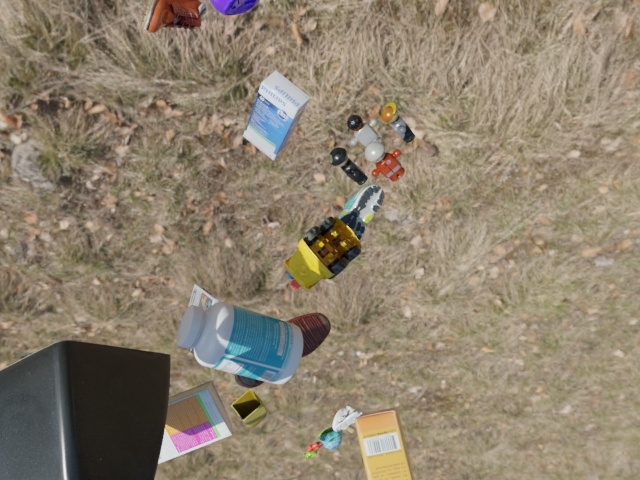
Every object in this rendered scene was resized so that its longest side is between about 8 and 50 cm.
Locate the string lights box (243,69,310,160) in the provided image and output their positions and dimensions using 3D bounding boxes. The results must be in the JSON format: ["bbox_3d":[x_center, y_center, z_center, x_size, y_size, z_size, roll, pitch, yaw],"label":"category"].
[{"bbox_3d":[-0.142,-0.378,1.492,0.133,0.077,0.259,39,147,-1],"label":"string lights box"}]

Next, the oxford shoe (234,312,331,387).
[{"bbox_3d":[-0.124,0.336,1.513,0.348,0.123,0.130,-26,172,-27],"label":"oxford shoe"}]

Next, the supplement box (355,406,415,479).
[{"bbox_3d":[0.123,0.411,0.816,0.080,0.233,0.078,-13,163,8],"label":"supplement box"}]

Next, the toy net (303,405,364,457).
[{"bbox_3d":[0.030,0.462,1.186,0.122,0.045,0.232,-5,138,-27],"label":"toy net"}]

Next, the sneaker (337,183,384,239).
[{"bbox_3d":[0.107,-0.075,1.607,0.107,0.275,0.110,40,-177,-21],"label":"sneaker"}]

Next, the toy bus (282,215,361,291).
[{"bbox_3d":[-0.008,0.056,1.445,0.211,0.149,0.220,-45,175,37],"label":"toy bus"}]

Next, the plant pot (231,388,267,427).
[{"bbox_3d":[-0.214,0.536,1.514,0.081,0.081,0.083,30,150,47],"label":"plant pot"}]

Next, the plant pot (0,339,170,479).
[{"bbox_3d":[-0.312,0.248,0.617,0.187,0.167,0.188,-26,154,16],"label":"plant pot"}]

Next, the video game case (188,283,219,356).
[{"bbox_3d":[-0.395,0.260,1.566,0.023,0.201,0.183,15,-178,-35],"label":"video game case"}]

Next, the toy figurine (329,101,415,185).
[{"bbox_3d":[0.150,-0.280,1.406,0.213,0.209,0.148,2,155,47],"label":"toy figurine"}]

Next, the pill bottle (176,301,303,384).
[{"bbox_3d":[-0.182,0.227,1.093,0.264,0.146,0.146,23,148,-25],"label":"pill bottle"}]

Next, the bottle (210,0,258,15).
[{"bbox_3d":[-0.220,-0.557,0.886,0.092,0.283,0.118,-31,-173,42],"label":"bottle"}]

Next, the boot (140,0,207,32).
[{"bbox_3d":[-0.248,-0.389,0.825,0.085,0.158,0.059,31,134,-17],"label":"boot"}]

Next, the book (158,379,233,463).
[{"bbox_3d":[-0.232,0.309,0.812,0.144,0.096,0.035,-22,-173,4],"label":"book"}]
